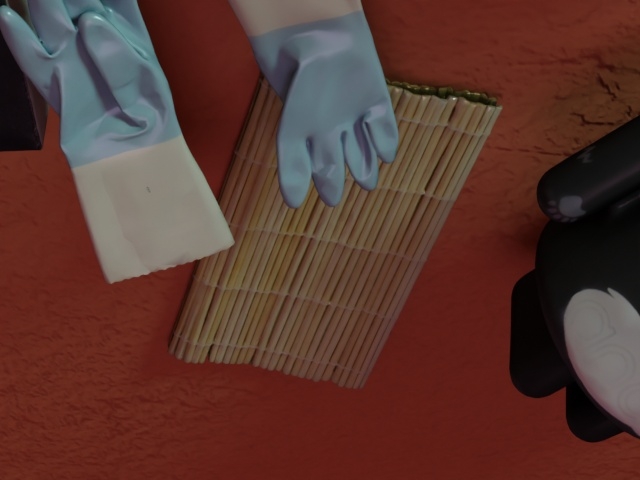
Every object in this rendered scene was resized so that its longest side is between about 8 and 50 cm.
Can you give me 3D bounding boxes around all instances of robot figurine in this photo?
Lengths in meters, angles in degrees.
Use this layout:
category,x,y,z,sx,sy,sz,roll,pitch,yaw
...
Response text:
category,x,y,z,sx,sy,sz,roll,pitch,yaw
robot figurine,0.246,0.018,1.036,0.278,0.174,0.209,-34,161,33

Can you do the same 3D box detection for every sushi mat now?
category,x,y,z,sx,sy,sz,roll,pitch,yaw
sushi mat,0.000,0.000,1.124,0.151,0.019,0.316,8,139,-13

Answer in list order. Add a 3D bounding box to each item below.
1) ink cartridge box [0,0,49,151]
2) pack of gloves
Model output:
category,x,y,z,sx,sy,sz,roll,pitch,yaw
ink cartridge box,-0.249,-0.174,0.875,0.165,0.065,0.333,-2,140,2
pack of gloves,-0.065,-0.096,0.952,0.195,0.046,0.232,-16,131,1
